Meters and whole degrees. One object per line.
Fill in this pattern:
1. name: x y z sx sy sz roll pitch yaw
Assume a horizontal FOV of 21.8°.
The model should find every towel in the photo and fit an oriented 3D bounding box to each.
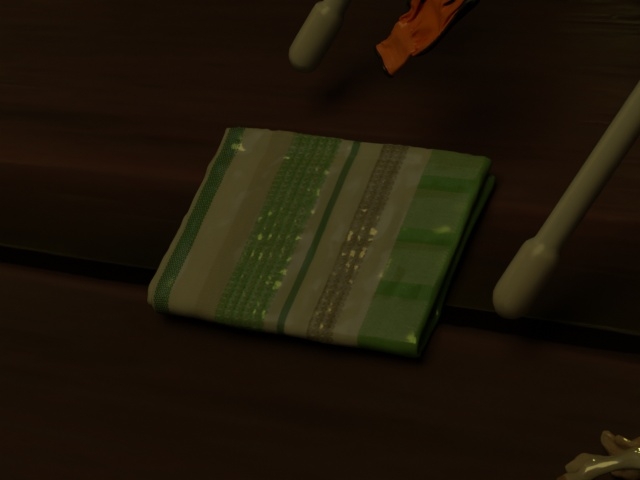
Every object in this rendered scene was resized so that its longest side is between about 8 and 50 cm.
1. towel: 0.000 0.000 0.807 0.152 0.023 0.113 10 63 29

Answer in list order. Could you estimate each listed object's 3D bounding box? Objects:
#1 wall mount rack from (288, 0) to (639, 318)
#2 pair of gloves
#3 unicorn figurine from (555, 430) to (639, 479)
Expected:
1. wall mount rack: 0.146 -0.141 0.763 0.304 0.130 0.350 -30 47 -8
2. pair of gloves: 0.044 -0.126 0.777 0.074 0.010 0.083 -39 52 34
3. unicorn figurine: 0.147 0.121 0.611 0.111 0.060 0.162 -16 50 16
